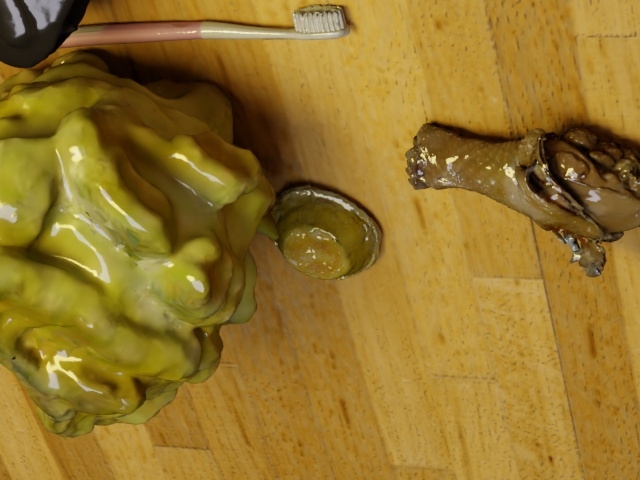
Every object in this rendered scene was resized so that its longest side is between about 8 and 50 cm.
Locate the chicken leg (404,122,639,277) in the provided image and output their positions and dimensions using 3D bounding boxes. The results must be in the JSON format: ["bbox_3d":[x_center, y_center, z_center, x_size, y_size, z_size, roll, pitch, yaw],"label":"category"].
[{"bbox_3d":[0.160,-0.045,1.484,0.196,0.080,0.125,21,150,4],"label":"chicken leg"}]

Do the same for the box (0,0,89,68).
[{"bbox_3d":[-0.265,-0.295,1.382,0.289,0.073,0.290,29,121,-3],"label":"box"}]

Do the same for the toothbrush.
[{"bbox_3d":[-0.112,-0.166,1.521,0.286,0.020,0.025,-1,123,23],"label":"toothbrush"}]

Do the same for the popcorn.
[{"bbox_3d":[-0.178,-0.005,1.507,0.312,0.312,0.312,12,136,12],"label":"popcorn"}]

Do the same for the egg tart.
[{"bbox_3d":[0.000,0.000,1.622,0.105,0.039,0.105,11,134,11],"label":"egg tart"}]
